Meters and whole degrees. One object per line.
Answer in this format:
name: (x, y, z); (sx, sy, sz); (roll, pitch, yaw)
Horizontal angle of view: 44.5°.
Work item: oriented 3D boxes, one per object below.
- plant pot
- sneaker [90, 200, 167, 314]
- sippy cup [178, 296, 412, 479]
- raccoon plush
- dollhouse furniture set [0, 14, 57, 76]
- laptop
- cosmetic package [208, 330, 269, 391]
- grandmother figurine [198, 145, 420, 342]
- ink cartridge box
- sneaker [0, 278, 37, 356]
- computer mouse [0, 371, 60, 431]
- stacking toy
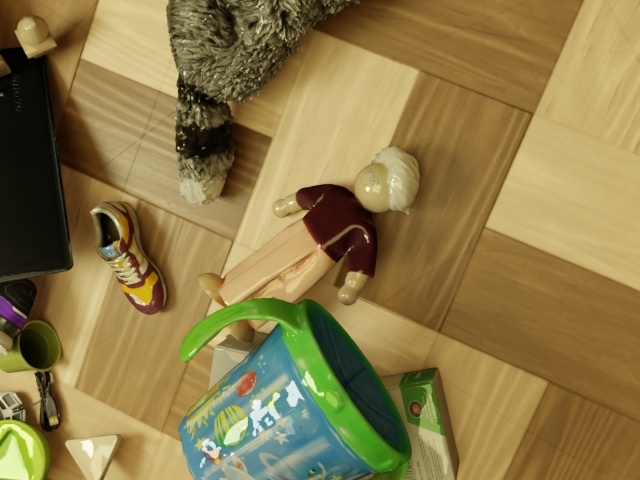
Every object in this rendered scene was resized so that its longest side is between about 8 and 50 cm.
plant pot: (-0.475, 0.178, 1.251); (0.079, 0.083, 0.083); (-20, 91, 28)
sneaker: (-0.298, 0.031, 1.182); (0.069, 0.084, 0.186); (-24, 90, 15)
sippy cup: (-0.042, 0.227, 0.969); (0.224, 0.240, 0.305); (-35, 78, 8)
raccoon plush: (-0.042, -0.267, 1.081); (0.299, 0.216, 0.446); (4, 127, 0)
dollhouse furniture set: (-0.546, -0.381, 1.083); (0.355, 0.174, 0.303); (-26, 88, -11)
laptop: (-0.604, -0.061, 1.215); (0.408, 0.236, 0.382); (-31, 64, 41)
cosmetic package: (-0.108, 0.259, 1.140); (0.107, 0.127, 0.238); (14, 100, 10)
grandmother figurine: (0.000, 0.000, 1.083); (0.342, 0.104, 0.208); (-40, 68, 7)
ink cartridge box: (0.079, 0.278, 1.116); (0.208, 0.087, 0.153); (-12, 93, 15)
sneaker: (-0.559, 0.085, 1.250); (0.293, 0.102, 0.146); (11, 62, 31)
computer mouse: (-0.520, 0.278, 1.287); (0.193, 0.042, 0.106); (-15, 97, 9)
stacking toy: (-0.431, 0.434, 1.265); (0.308, 0.130, 0.280); (3, 81, 6)
